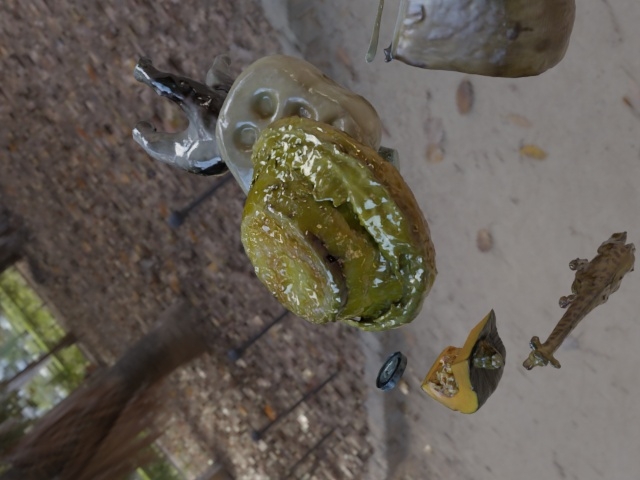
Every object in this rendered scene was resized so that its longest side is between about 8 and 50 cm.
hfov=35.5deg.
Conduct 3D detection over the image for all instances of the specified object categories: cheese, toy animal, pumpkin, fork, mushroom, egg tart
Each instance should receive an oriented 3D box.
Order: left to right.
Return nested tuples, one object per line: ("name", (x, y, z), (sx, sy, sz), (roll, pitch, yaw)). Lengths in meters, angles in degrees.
("toy animal", (-0.144, -0.207, 1.804), (0.302, 0.344, 0.194), (26, 116, 20))
("cheese", (-0.022, -0.133, 1.321), (0.217, 0.117, 0.235), (-3, 110, 21))
("egg tart", (0.000, 0.000, 1.146), (0.294, 0.123, 0.294), (31, 143, 27))
("fork", (0.129, -0.496, 2.213), (0.034, 0.220, 0.028), (15, 172, -27))
("pumpkin", (0.314, 0.254, 2.011), (0.126, 0.131, 0.248), (39, 152, 3))
("mushroom", (0.289, -0.468, 1.636), (0.313, 0.224, 0.397), (13, 141, 6))
("toy animal", (0.326, 0.067, 1.237), (0.054, 0.275, 0.149), (46, 121, -1))

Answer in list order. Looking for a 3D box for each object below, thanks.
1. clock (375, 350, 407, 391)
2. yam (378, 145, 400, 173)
("clock", (0.138, 0.254, 1.938), (0.017, 0.085, 0.085), (33, 166, -13))
("yam", (0.068, -0.154, 1.922), (0.179, 0.078, 0.078), (11, 155, 5))
